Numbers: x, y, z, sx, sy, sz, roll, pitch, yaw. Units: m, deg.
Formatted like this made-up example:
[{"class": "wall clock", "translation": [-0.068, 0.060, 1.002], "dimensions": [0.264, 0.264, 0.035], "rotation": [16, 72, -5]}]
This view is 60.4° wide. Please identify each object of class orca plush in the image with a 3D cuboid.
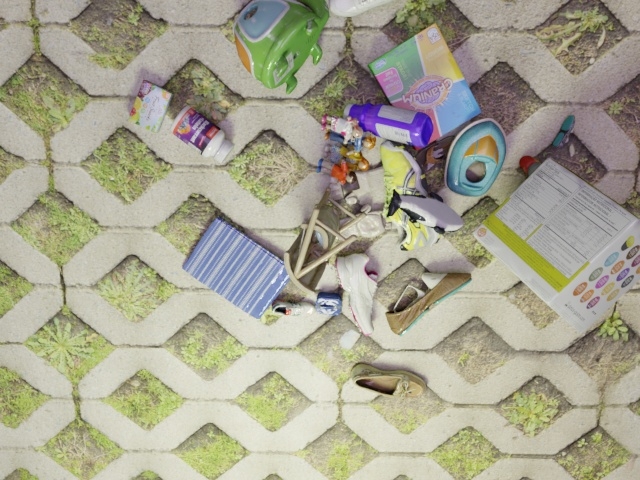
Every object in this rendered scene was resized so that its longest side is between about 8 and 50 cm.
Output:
[{"class": "orca plush", "translation": [0.310, -0.069, 1.717], "dimensions": [0.287, 0.151, 0.102], "rotation": [1, 151, -37]}]

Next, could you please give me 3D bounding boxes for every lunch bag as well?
[{"class": "lunch bag", "translation": [0.026, 0.224, 1.952], "dimensions": [0.098, 0.065, 0.067], "rotation": [3, 105, -1]}]

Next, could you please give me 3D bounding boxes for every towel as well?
[{"class": "towel", "translation": [-0.286, 0.099, 1.937], "dimensions": [0.336, 0.040, 0.243], "rotation": [35, 104, -5]}]

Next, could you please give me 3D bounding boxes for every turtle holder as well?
[{"class": "turtle holder", "translation": [-0.117, -0.627, 1.640], "dimensions": [0.227, 0.243, 0.320], "rotation": [39, 111, 8]}]

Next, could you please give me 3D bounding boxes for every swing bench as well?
[{"class": "swing bench", "translation": [0.000, 0.000, 1.777], "dimensions": [0.165, 0.253, 0.255], "rotation": [35, 112, -3]}]

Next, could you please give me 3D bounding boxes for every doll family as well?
[{"class": "doll family", "translation": [0.092, -0.303, 1.762], "dimensions": [0.163, 0.118, 0.263], "rotation": [22, 135, 16]}]

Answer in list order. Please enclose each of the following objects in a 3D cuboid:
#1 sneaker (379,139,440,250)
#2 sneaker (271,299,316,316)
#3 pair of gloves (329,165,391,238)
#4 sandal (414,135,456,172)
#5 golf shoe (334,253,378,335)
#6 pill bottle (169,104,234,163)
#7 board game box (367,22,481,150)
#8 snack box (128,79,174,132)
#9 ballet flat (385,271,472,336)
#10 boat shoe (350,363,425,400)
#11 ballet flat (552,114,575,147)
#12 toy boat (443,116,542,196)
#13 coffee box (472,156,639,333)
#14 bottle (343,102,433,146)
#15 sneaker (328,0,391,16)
[{"class": "sneaker", "translation": [0.269, -0.139, 1.801], "dimensions": [0.147, 0.145, 0.385], "rotation": [-26, 102, -11]}, {"class": "sneaker", "translation": [-0.097, 0.250, 1.954], "dimensions": [0.161, 0.075, 0.057], "rotation": [8, 105, -2]}, {"class": "pair of gloves", "translation": [0.139, -0.121, 1.872], "dimensions": [0.204, 0.042, 0.240], "rotation": [-8, 105, 2]}, {"class": "sandal", "translation": [0.383, -0.285, 1.823], "dimensions": [0.180, 0.049, 0.072], "rotation": [-33, 103, 8]}, {"class": "golf shoe", "translation": [0.151, 0.187, 1.920], "dimensions": [0.140, 0.115, 0.306], "rotation": [-19, 105, 2]}, {"class": "pill bottle", "translation": [-0.379, -0.338, 1.782], "dimensions": [0.193, 0.108, 0.108], "rotation": [36, 102, -9]}, {"class": "board game box", "translation": [0.333, -0.487, 1.762], "dimensions": [0.242, 0.064, 0.317], "rotation": [-31, 103, 8]}, {"class": "snack box", "translation": [-0.552, -0.436, 1.793], "dimensions": [0.100, 0.037, 0.141], "rotation": [24, 104, -7]}, {"class": "ballet flat", "translation": [0.365, 0.193, 1.933], "dimensions": [0.342, 0.116, 0.124], "rotation": [-41, 82, 14]}, {"class": "boat shoe", "translation": [0.250, 0.532, 2.020], "dimensions": [0.285, 0.089, 0.105], "rotation": [10, 104, -3]}, {"class": "ballet flat", "translation": [0.808, -0.356, 1.814], "dimensions": [0.041, 0.041, 0.114], "rotation": [25, 104, -6]}, {"class": "toy boat", "translation": [0.567, -0.252, 1.770], "dimensions": [0.318, 0.148, 0.268], "rotation": [7, 116, -5]}, {"class": "coffee box", "translation": [0.755, 0.018, 1.693], "dimensions": [0.334, 0.338, 0.337], "rotation": [-48, 136, 12]}, {"class": "bottle", "translation": [0.207, -0.370, 1.722], "dimensions": [0.282, 0.118, 0.092], "rotation": [20, 82, 29]}, {"class": "sneaker", "translation": [0.168, -0.763, 1.646], "dimensions": [0.304, 0.152, 0.114], "rotation": [-18, 106, 6]}]
